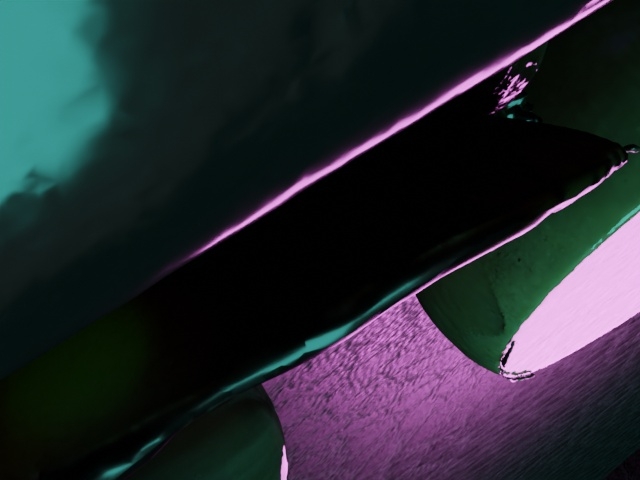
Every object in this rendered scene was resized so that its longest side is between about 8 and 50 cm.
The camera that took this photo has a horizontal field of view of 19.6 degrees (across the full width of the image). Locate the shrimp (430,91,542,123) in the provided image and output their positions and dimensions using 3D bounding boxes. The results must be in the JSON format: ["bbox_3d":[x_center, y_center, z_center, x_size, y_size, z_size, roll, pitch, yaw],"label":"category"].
[{"bbox_3d":[0.020,-0.022,0.809,0.161,0.034,0.091,-30,176,-3],"label":"shrimp"}]

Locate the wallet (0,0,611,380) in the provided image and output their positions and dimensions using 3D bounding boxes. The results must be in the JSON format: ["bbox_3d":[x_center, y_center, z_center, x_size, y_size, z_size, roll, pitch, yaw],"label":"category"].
[{"bbox_3d":[0.024,-0.118,0.349,0.406,0.062,0.228,-33,144,-21],"label":"wallet"}]

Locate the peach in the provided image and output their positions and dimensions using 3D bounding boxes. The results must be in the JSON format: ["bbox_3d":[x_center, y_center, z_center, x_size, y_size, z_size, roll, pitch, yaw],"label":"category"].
[{"bbox_3d":[-0.003,-0.003,0.584,0.189,0.068,0.279,-21,-173,46],"label":"peach"}]

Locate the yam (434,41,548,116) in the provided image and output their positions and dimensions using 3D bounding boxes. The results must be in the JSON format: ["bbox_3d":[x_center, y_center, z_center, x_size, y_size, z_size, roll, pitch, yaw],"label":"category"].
[{"bbox_3d":[0.031,-0.076,0.591,0.070,0.070,0.146,-41,166,14],"label":"yam"}]

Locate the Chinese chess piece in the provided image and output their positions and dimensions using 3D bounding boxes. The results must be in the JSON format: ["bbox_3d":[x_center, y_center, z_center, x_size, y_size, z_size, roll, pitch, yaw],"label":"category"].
[{"bbox_3d":[0.152,-0.039,0.922,0.251,0.097,0.251,-35,164,-12],"label":"Chinese chess piece"}]

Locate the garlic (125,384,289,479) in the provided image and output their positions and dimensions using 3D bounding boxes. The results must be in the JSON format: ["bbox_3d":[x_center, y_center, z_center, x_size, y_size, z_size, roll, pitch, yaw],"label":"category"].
[{"bbox_3d":[-0.100,0.098,0.745,0.194,0.127,0.131,-15,115,-17],"label":"garlic"}]
